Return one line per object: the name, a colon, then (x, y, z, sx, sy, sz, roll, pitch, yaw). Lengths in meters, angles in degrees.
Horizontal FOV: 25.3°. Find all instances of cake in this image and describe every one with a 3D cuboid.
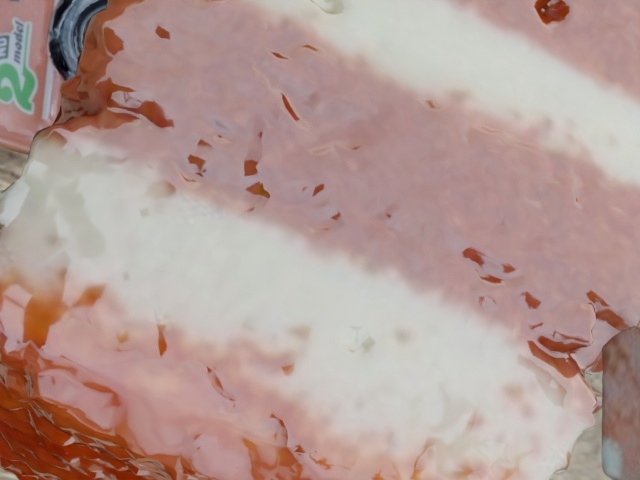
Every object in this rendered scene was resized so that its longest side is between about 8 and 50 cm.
cake: (0.000, 0.000, 0.705, 0.270, 0.269, 0.319, 27, 67, -2)

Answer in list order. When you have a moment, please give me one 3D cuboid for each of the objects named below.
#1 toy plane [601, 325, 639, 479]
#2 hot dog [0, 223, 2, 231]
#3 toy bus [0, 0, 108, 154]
toy plane: (0.160, 0.123, 0.327, 0.104, 0.326, 0.223, 6, 95, -24)
hot dog: (-0.347, 0.042, 1.479, 0.055, 0.188, 0.072, 2, 53, -31)
toy bus: (-0.219, -0.278, 1.017, 0.233, 0.203, 0.427, 7, 95, -13)
